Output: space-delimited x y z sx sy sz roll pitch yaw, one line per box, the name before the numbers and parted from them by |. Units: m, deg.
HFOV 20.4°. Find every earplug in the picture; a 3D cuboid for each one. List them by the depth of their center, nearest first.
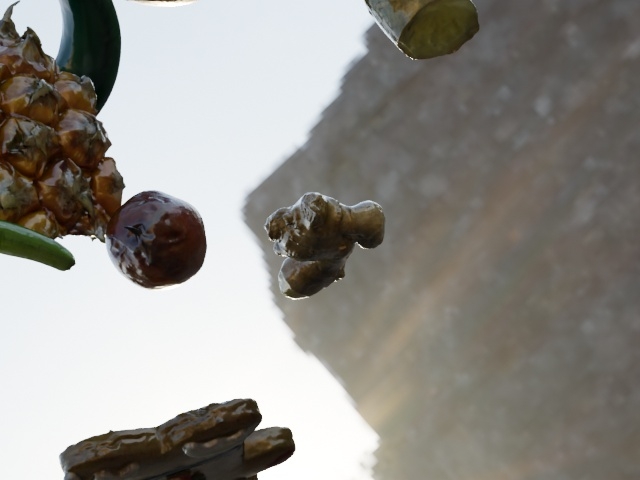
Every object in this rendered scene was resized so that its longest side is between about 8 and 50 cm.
earplug | -0.308 -0.139 1.847 0.257 0.164 0.280 -37 17 23

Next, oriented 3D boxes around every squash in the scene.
squash | -0.230 0.002 1.379 0.089 0.027 0.027 17 -50 -25

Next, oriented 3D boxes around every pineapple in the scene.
pineapple | -0.348 -0.122 1.491 0.286 0.344 0.209 7 -86 -64

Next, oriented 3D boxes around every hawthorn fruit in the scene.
hawthorn fruit | -0.130 0.001 1.381 0.081 0.081 0.093 -45 0 9

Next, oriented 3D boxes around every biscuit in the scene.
biscuit | -0.118 0.208 1.590 0.197 0.049 0.301 -14 -18 -1

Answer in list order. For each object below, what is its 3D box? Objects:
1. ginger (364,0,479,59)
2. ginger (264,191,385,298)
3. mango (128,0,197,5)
ginger | 0.010 -0.231 0.945 0.065 0.299 0.118 -22 21 2
ginger | -0.010 0.003 1.950 0.133 0.059 0.214 2 -26 -30
mango | -0.219 -0.346 1.778 0.317 0.211 0.173 15 -39 -19
